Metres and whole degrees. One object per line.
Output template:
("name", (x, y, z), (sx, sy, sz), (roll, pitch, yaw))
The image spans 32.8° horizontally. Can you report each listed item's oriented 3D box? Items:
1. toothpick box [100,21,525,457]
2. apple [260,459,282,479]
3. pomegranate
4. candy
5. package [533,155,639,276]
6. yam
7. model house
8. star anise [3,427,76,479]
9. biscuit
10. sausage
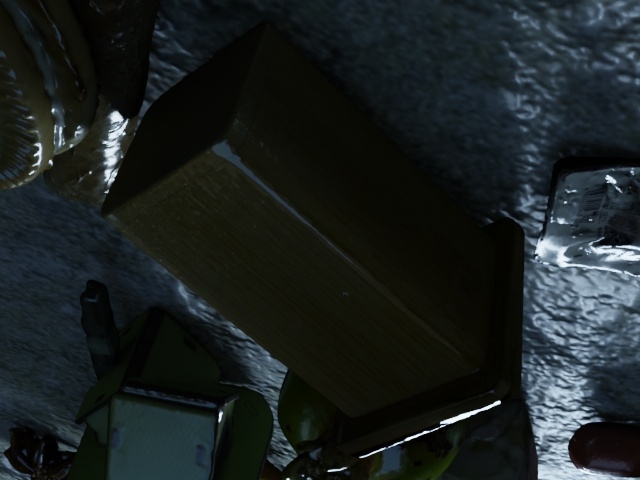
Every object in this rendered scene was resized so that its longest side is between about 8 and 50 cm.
("toothpick box", (0.000, 0.000, 0.873), (0.187, 0.190, 0.308), (-27, 124, 37))
("apple", (-0.199, 0.437, 1.428), (0.374, 0.374, 0.384), (12, 144, 4))
("pomegranate", (0.034, 0.167, 1.069), (0.246, 0.198, 0.198), (-10, 165, -41))
("candy", (0.153, 0.264, 1.238), (0.184, 0.137, 0.195), (2, 146, 18))
("package", (0.302, -0.005, 0.891), (0.239, 0.030, 0.154), (9, 144, 8))
("yam", (-0.167, -0.144, 0.831), (0.081, 0.081, 0.357), (18, 144, -5))
("model house", (-0.167, 0.162, 1.179), (0.218, 0.205, 0.279), (10, 138, 5))
("star anise", (-0.402, 0.331, 1.609), (0.167, 0.057, 0.168), (9, 146, 6))
("biscuit", (-0.270, -0.150, 0.795), (0.259, 0.079, 0.259), (29, 145, 23))
("sausage", (0.320, 0.228, 1.194), (0.094, 0.059, 0.054), (2, 101, 17))
